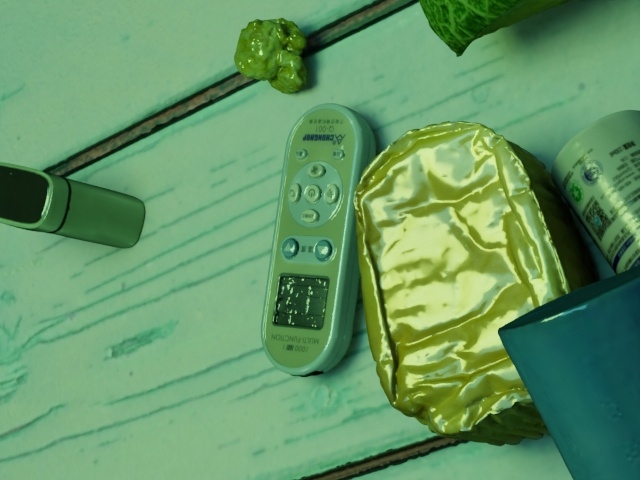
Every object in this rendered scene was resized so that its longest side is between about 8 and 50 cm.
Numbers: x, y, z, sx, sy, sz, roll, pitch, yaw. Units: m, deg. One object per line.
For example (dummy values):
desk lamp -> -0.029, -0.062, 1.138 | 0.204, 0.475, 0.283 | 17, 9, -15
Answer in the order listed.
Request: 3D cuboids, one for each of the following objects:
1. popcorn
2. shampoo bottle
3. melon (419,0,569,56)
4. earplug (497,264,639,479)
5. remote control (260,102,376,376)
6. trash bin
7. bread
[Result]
popcorn -> -0.043, -0.169, 1.449 | 0.068, 0.059, 0.083 | -38, 82, -7
shampoo bottle -> 0.283, 0.042, 1.140 | 0.092, 0.092, 0.303 | -44, 59, 22
melon -> 0.183, -0.369, 1.245 | 0.331, 0.226, 0.343 | -37, 73, 45
earplug -> 0.235, 0.160, 1.065 | 0.132, 0.132, 0.273 | -25, 88, 31
remote control -> 0.000, 0.000, 1.388 | 0.087, 0.047, 0.244 | 4, 83, 34
trash bin -> -0.257, -0.034, 1.532 | 0.116, 0.130, 0.059 | 14, 89, 37
bread -> 0.124, 0.036, 1.232 | 0.179, 0.133, 0.250 | -27, 70, 26
